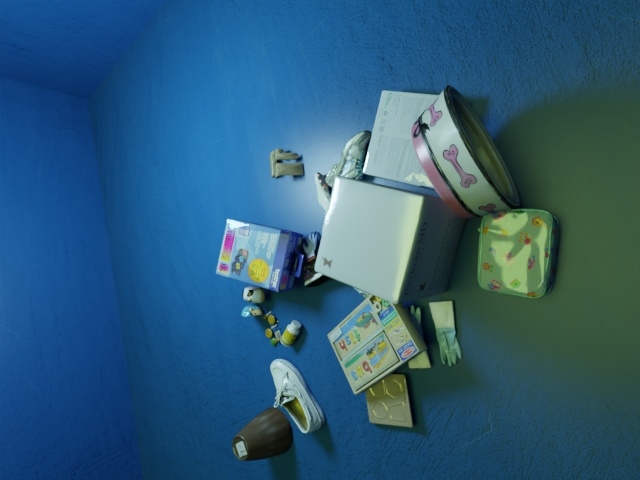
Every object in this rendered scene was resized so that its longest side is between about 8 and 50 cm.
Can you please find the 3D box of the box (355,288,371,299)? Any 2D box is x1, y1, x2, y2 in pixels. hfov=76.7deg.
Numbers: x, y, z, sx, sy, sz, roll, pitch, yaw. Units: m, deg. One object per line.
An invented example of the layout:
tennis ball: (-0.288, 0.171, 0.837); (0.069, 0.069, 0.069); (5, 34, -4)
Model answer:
box: (0.176, 0.167, 1.646); (0.137, 0.027, 0.094); (41, 115, 31)

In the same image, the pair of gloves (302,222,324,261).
pair of gloves: (0.000, 0.000, 1.754); (0.198, 0.023, 0.159); (-30, 44, 28)

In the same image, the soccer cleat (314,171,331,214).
soccer cleat: (0.010, -0.205, 1.761); (0.076, 0.068, 0.196); (-33, 72, 36)

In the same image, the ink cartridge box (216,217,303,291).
ink cartridge box: (-0.246, 0.070, 1.816); (0.395, 0.151, 0.270); (12, 92, 20)

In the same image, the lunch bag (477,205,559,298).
lunch bag: (0.605, 0.030, 1.259); (0.224, 0.108, 0.279); (6, 92, 42)

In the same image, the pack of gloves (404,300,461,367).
pack of gloves: (0.402, 0.340, 1.469); (0.195, 0.046, 0.232); (-11, 85, 26)

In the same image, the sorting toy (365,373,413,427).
sorting toy: (0.262, 0.615, 1.571); (0.208, 0.038, 0.193); (-14, 81, 42)

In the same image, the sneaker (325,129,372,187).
sneaker: (0.143, -0.313, 1.649); (0.122, 0.110, 0.283); (44, 122, 17)

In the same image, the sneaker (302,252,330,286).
sneaker: (0.023, 0.095, 1.724); (0.283, 0.107, 0.124); (-30, 66, 34)

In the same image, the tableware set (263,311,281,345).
tableware set: (-0.236, 0.429, 1.973); (0.104, 0.024, 0.154); (-40, 67, 34)

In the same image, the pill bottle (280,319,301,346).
pill bottle: (-0.134, 0.426, 1.863); (0.065, 0.065, 0.116); (42, 114, 31)

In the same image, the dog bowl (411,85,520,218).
dog bowl: (0.426, -0.244, 1.212); (0.150, 0.408, 0.408); (-30, 72, 34)

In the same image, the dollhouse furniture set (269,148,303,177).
dollhouse furniture set: (-0.164, -0.361, 1.923); (0.151, 0.123, 0.144); (158, 108, -72)

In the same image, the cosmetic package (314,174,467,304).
cosmetic package: (0.247, -0.009, 1.361); (0.327, 0.393, 0.329); (20, 102, 37)

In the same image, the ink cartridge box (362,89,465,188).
ink cartridge box: (0.341, -0.374, 1.500); (0.330, 0.071, 0.324); (20, 102, 33)

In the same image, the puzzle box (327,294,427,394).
puzzle box: (0.197, 0.387, 1.547); (0.409, 0.052, 0.272); (-52, 54, 39)

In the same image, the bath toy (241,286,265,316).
bath toy: (-0.339, 0.193, 1.989); (0.151, 0.129, 0.348); (-3, 87, 38)

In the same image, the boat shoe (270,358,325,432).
boat shoe: (-0.143, 0.698, 1.808); (0.367, 0.156, 0.136); (51, 118, 26)

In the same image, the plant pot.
plant pot: (-0.283, 0.917, 1.868); (0.215, 0.230, 0.215); (-1, 89, 38)
